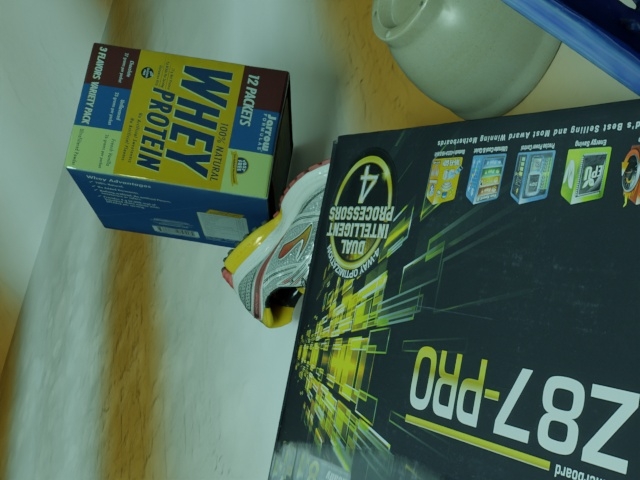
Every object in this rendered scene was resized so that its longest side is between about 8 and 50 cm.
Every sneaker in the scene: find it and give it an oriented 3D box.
[{"bbox_3d":[0.000,0.000,0.966,0.225,0.088,0.093,-48,62,32],"label":"sneaker"}]

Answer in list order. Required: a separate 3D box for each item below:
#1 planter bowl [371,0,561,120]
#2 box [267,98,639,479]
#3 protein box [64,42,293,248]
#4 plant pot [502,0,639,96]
[{"bbox_3d":[0.112,-0.191,0.819,0.162,0.109,0.162,-40,41,46],"label":"planter bowl"},{"bbox_3d":[0.109,0.081,0.652,0.395,0.097,0.318,6,86,61],"label":"box"},{"bbox_3d":[-0.137,-0.089,1.049,0.201,0.199,0.136,93,-174,-74],"label":"protein box"},{"bbox_3d":[0.189,-0.253,0.558,0.236,0.236,0.212,-51,8,37],"label":"plant pot"}]
